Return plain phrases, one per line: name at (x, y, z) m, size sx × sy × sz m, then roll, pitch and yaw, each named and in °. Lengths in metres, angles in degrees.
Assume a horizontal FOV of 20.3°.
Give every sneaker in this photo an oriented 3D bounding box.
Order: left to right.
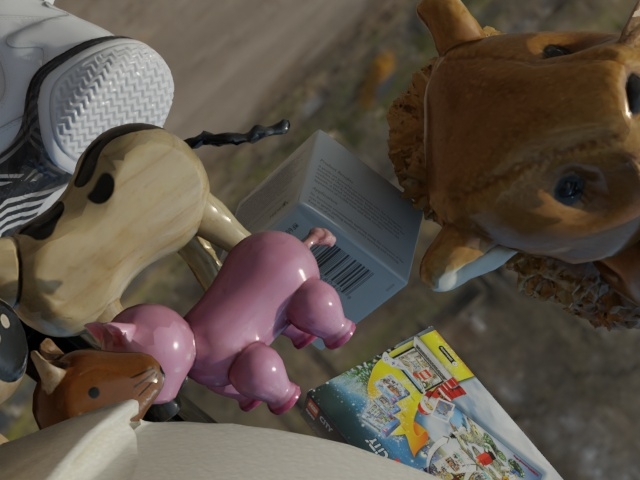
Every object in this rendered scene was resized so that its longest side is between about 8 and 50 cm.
sneaker at (-0.309, -0.063, 1.529) m, size 0.366 × 0.210 × 0.137 m, roll -47°, pitch 146°, yaw -4°

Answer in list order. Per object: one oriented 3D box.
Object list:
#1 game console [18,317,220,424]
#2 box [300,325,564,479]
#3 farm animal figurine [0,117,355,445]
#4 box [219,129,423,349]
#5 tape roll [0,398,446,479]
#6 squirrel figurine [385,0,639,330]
game console at (-0.088, 0.115, 0.952) m, size 0.044 × 0.213 × 0.361 m, roll -51°, pitch -176°, yaw -1°
box at (0.113, 0.207, 1.717) m, size 0.159 × 0.233 × 0.044 m, roll -26°, pitch 152°, yaw -28°
farm animal figurine at (-0.156, 0.078, 0.739) m, size 0.327 × 0.172 × 0.330 m, roll -38°, pitch -163°, yaw 14°
box at (0.000, 0.000, 1.256) m, size 0.102 × 0.101 × 0.087 m, roll -39°, pitch -157°, yaw 37°
tape roll at (-0.022, 0.241, 0.542) m, size 0.392 × 0.392 × 0.072 m, roll -47°, pitch 179°, yaw 30°
squirrel figurine at (0.195, -0.035, 1.178) m, size 0.370 × 0.281 × 0.397 m, roll 3°, pitch 173°, yaw -32°
